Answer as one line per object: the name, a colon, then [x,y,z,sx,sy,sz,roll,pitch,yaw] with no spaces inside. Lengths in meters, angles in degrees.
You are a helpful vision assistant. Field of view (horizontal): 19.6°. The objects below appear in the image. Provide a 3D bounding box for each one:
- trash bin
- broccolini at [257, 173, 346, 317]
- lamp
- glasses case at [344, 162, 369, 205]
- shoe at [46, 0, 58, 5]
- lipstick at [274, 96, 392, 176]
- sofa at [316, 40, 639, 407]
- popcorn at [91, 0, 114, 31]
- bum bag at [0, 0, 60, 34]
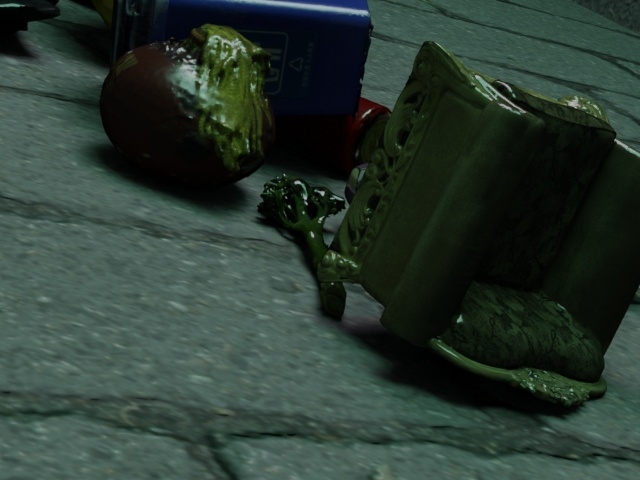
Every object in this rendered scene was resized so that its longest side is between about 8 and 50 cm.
trash bin: [-0.077,-0.201,1.739,0.234,0.162,0.184,3,35,-9]
broccolini: [-0.003,-0.007,1.479,0.071,0.057,0.254,-26,18,-1]
lamp: [-0.107,-0.119,1.583,0.157,0.135,0.156,19,15,8]
glasses case: [0.164,-0.014,1.650,0.316,0.076,0.123,9,20,-34]
shoe: [-0.405,-0.359,2.041,0.293,0.149,0.109,10,18,-33]
lipstick: [-0.038,-0.140,1.847,0.241,0.080,0.080,27,17,30]
sofa: [0.156,-0.008,1.355,0.182,0.200,0.258,32,12,39]
popcorn: [-0.112,-0.362,1.998,0.349,0.349,0.382,-2,69,-53]
bum bag: [-0.352,-0.252,1.900,0.123,0.060,0.248,13,15,-25]
